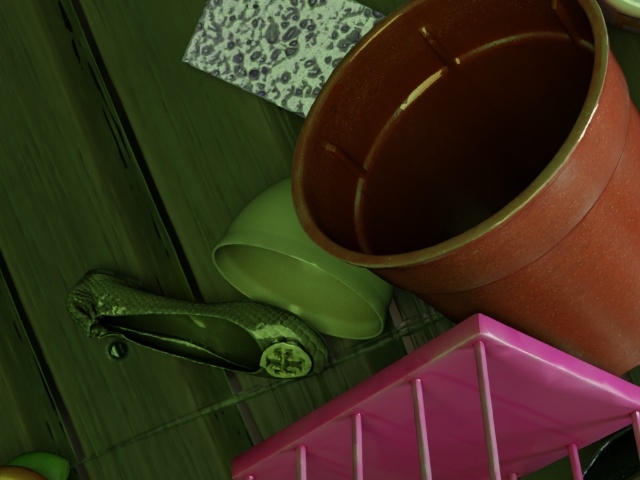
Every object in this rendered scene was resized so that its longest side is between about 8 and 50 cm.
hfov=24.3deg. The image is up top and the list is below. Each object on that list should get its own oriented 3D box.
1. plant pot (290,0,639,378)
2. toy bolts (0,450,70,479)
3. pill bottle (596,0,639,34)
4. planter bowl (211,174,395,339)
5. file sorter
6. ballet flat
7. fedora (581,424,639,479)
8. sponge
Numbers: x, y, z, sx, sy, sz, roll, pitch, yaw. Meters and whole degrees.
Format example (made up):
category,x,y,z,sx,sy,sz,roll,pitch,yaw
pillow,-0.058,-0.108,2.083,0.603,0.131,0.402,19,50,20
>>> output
category,x,y,z,sx,sy,sz,roll,pitch,yaw
plant pot,0.164,-0.030,1.175,0.272,0.272,0.265,-41,129,9
toy bolts,-0.326,0.324,1.354,0.218,0.158,0.228,-8,91,10
pill bottle,0.268,-0.229,1.207,0.117,0.208,0.117,0,92,10
planter bowl,0.000,0.000,1.300,0.162,0.162,0.109,21,69,8
file sorter,0.098,0.225,1.171,0.290,0.202,0.182,-35,44,37
ballet flat,-0.115,0.084,1.346,0.250,0.058,0.084,15,128,11
fedora,0.360,0.274,1.184,0.334,0.152,0.334,3,72,-10
sponge,-0.011,-0.172,1.346,0.210,0.031,0.117,26,96,7
